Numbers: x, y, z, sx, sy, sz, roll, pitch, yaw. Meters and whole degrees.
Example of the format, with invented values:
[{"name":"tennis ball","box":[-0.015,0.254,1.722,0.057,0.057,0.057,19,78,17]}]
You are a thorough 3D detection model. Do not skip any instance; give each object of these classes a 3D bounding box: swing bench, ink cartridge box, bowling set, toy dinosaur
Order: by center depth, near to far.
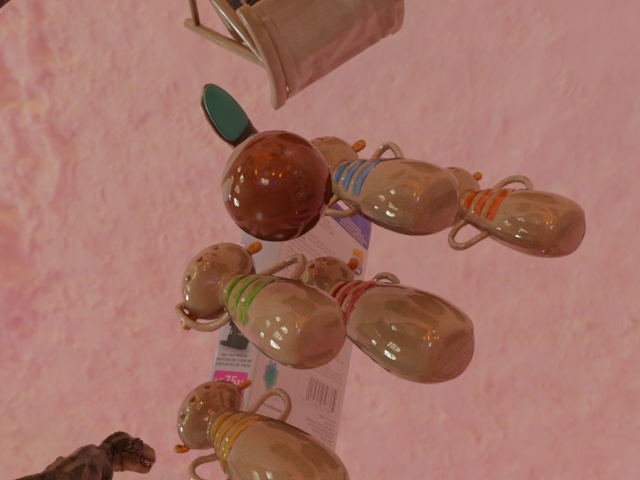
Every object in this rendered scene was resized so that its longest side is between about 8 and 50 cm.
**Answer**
[{"name":"bowling set","box":[0.000,0.000,0.491,0.154,0.287,0.200,22,150,52]},{"name":"toy dinosaur","box":[-0.239,0.246,0.766,0.064,0.268,0.118,12,90,15]},{"name":"ink cartridge box","box":[-0.025,0.076,0.883,0.065,0.311,0.186,2,159,30]},{"name":"swing bench","box":[-0.046,-0.375,1.267,0.254,0.253,0.165,44,158,25]}]

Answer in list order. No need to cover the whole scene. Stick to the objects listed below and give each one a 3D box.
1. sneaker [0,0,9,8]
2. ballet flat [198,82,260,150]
[{"name":"sneaker","box":[-0.535,-0.423,1.312,0.227,0.087,0.130,-35,96,10]},{"name":"ballet flat","box":[-0.114,-0.141,1.157,0.168,0.057,0.052,48,153,-19]}]
